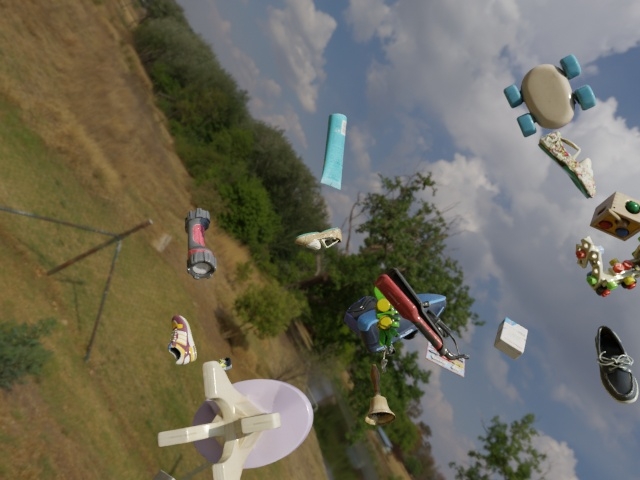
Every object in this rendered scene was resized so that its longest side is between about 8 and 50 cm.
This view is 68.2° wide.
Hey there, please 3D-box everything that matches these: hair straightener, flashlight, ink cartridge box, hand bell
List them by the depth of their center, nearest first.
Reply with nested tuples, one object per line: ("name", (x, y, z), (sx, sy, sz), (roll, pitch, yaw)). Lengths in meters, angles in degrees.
("hair straightener", (0.211, 0.143, 0.937), (0.230, 0.089, 0.047), (45, -51, 12))
("ink cartridge box", (0.667, 0.344, 1.658), (0.088, 0.122, 0.052), (32, -50, 10))
("flashlight", (-0.433, 0.002, 1.712), (0.103, 0.103, 0.304), (18, 36, -28))
("hand bell", (0.239, 0.634, 1.991), (0.242, 0.126, 0.126), (-91, 163, -45))

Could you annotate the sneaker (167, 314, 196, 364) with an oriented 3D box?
("sneaker", (-0.506, 0.350, 1.680), (0.083, 0.069, 0.186), (-3, 55, -46))

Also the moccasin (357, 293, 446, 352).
("moccasin", (0.246, 0.245, 1.433), (0.137, 0.341, 0.117), (2, -78, 59))

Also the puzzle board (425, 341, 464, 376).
("puzzle board", (0.395, 0.372, 1.493), (0.128, 0.011, 0.096), (25, 24, 8))

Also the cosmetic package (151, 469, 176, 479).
("cosmetic package", (-0.268, 0.594, 0.950), (0.238, 0.127, 0.107), (51, -34, -14))

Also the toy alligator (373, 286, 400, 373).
("toy alligator", (0.149, 0.189, 1.026), (0.056, 0.051, 0.190), (85, 1, -72))

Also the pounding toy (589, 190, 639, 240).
("pounding toy", (0.869, -0.068, 1.375), (0.130, 0.100, 0.141), (26, -21, 9))

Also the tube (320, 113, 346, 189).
("tube", (0.041, -0.257, 1.360), (0.052, 0.080, 0.207), (-3, -101, 51))

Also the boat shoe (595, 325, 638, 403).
("boat shoe", (0.897, 0.371, 1.441), (0.079, 0.095, 0.255), (62, 32, -30))

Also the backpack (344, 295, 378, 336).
("backpack", (0.145, 0.246, 1.555), (0.098, 0.120, 0.101), (39, -34, 21))

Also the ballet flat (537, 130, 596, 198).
("ballet flat", (0.741, -0.233, 1.390), (0.091, 0.077, 0.241), (20, 36, -58))

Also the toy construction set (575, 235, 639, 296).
("toy construction set", (1.005, 0.075, 1.569), (0.215, 0.327, 0.151), (89, -1, -52))

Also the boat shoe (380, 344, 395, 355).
("boat shoe", (0.246, 0.397, 1.724), (0.040, 0.049, 0.142), (47, 6, 24))

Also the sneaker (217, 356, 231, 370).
("sneaker", (-0.293, 0.361, 1.371), (0.083, 0.031, 0.035), (-5, 101, -55))

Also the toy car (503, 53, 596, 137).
("toy car", (0.753, -0.451, 1.560), (0.238, 0.219, 0.211), (0, 68, -63))

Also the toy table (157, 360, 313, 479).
("toy table", (-0.170, 0.371, 0.951), (0.252, 0.274, 0.161), (68, 11, 21))

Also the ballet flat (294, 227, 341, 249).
("ballet flat", (0.000, 0.000, 1.829), (0.067, 0.206, 0.073), (68, -29, 16))
